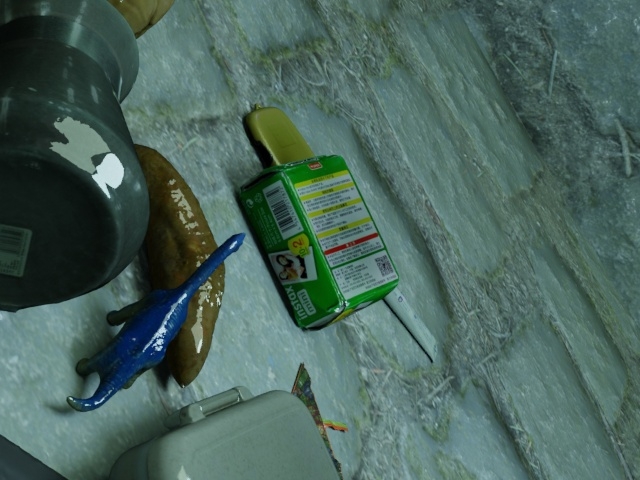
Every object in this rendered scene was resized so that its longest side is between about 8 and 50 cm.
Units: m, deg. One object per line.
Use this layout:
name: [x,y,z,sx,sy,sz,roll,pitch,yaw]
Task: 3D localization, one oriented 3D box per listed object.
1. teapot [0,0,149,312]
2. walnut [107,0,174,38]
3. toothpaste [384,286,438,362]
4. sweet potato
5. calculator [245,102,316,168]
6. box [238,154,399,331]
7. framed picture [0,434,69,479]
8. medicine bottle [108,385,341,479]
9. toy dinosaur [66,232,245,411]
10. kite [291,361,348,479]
teapot: [-0.298,-0.093,1.326,0.344,0.253,0.300,-93,178,-51]
walnut: [-0.295,-0.363,1.617,0.228,0.228,0.228,43,31,-34]
toothpaste: [0.146,0.122,2.133,0.218,0.033,0.052,52,31,-24]
sweet potato: [-0.179,0.025,1.569,0.114,0.092,0.341,-2,63,-35]
calculator: [-0.045,-0.125,2.030,0.236,0.033,0.157,59,27,0]
box: [0.000,0.000,1.874,0.180,0.103,0.250,-18,82,-51]
framed picture: [-0.274,0.326,1.172,0.339,0.014,0.255,43,31,-32]
medicine bottle: [-0.085,0.312,1.388,0.375,0.123,0.282,-8,75,-68]
toy dinosaur: [-0.182,0.094,1.379,0.075,0.188,0.247,48,29,-9]
kite: [-0.004,0.258,1.740,0.159,0.010,0.190,10,56,-59]
